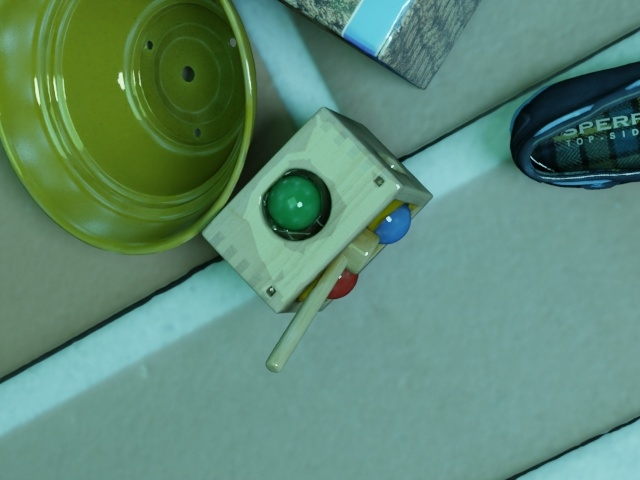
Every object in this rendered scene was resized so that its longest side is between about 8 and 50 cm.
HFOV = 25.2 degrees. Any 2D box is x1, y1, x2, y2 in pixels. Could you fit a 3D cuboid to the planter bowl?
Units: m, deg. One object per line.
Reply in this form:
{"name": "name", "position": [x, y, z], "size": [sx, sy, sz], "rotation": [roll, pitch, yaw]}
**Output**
{"name": "planter bowl", "position": [-0.110, -0.105, 0.942], "size": [0.217, 0.090, 0.217], "rotation": [8, 106, 30]}

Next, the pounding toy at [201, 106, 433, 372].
{"name": "pounding toy", "position": [0.000, 0.000, 0.897], "size": [0.130, 0.141, 0.100], "rotation": [-46, 79, 9]}

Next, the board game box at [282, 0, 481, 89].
{"name": "board game box", "position": [-0.004, -0.274, 0.908], "size": [0.291, 0.141, 0.232], "rotation": [34, 97, 13]}

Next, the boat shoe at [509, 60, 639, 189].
{"name": "boat shoe", "position": [0.243, -0.067, 0.855], "size": [0.258, 0.089, 0.109], "rotation": [-18, 106, 19]}
